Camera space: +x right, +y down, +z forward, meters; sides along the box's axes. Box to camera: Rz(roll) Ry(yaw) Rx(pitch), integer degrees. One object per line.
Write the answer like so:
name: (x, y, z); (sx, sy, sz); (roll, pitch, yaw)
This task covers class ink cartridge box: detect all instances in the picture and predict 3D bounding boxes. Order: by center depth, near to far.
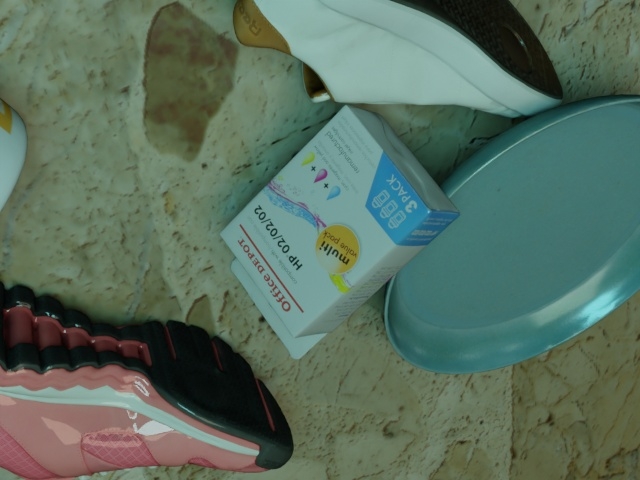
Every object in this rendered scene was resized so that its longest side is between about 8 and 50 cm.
ink cartridge box: (0.000, 0.000, 0.809); (0.181, 0.104, 0.061); (-44, 161, 21)

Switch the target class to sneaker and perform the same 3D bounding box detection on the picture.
sneaker: (0.059, -0.146, 0.807); (0.290, 0.106, 0.123); (18, 140, -38)
sneaker: (-0.173, 0.134, 0.849); (0.313, 0.116, 0.136); (21, 117, -26)

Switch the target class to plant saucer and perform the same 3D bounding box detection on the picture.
plant saucer: (0.189, -0.005, 0.919); (0.317, 0.044, 0.318); (-18, 140, -16)

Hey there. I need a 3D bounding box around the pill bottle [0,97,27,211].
pill bottle: (-0.317, -0.091, 0.609); (0.152, 0.152, 0.272); (-45, 126, 4)
